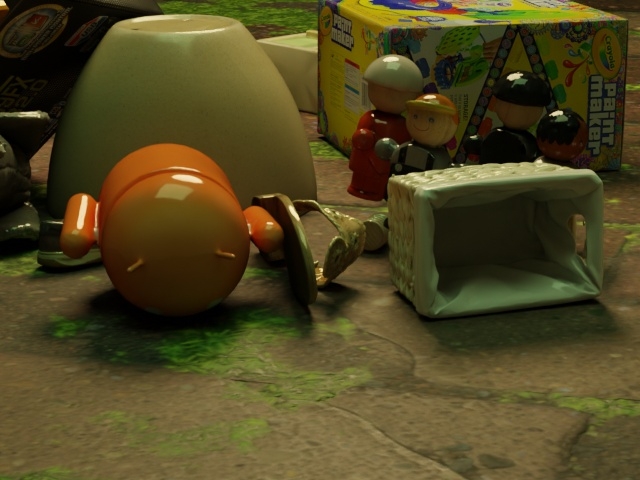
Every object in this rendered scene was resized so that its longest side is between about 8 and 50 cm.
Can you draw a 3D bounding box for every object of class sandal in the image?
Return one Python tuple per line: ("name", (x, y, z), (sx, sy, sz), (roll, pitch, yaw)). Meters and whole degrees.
("sandal", (-0.001, -0.006, 1.542), (0.079, 0.088, 0.240), (-10, 12, -11))

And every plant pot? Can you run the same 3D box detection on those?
("plant pot", (-0.145, -0.132, 1.811), (0.284, 0.190, 0.284), (0, 15, 0))

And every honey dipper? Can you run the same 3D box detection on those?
("honey dipper", (0.071, -0.020, 1.706), (0.031, 0.030, 0.161), (5, 13, 18))

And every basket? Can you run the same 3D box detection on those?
("basket", (0.146, -0.005, 1.493), (0.167, 0.113, 0.103), (-6, 12, -17))

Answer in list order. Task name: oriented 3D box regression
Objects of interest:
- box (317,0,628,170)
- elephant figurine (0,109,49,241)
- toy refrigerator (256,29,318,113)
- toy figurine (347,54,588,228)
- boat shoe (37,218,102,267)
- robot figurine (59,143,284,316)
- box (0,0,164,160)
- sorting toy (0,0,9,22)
("box", (0.167, -0.187, 2.026), (0.279, 0.177, 0.290), (-4, 16, -16))
("elephant figurine", (-0.330, -0.065, 1.681), (0.186, 0.169, 0.239), (41, 18, 25))
("toy refrigerator", (0.036, -0.217, 2.289), (0.102, 0.094, 0.270), (-14, 20, -39))
("toy figurine", (0.141, -0.087, 1.658), (0.213, 0.148, 0.209), (8, 13, -14))
("boat shoe", (-0.198, -0.010, 1.632), (0.056, 0.049, 0.152), (14, 21, 40))
("robot figurine", (-0.129, -0.009, 1.486), (0.158, 0.128, 0.219), (37, 6, -17))
("box", (-0.325, -0.182, 1.840), (0.216, 0.270, 0.060), (2, 50, -58))
("sorting toy", (-0.423, -0.112, 1.686), (0.229, 0.307, 0.041), (-17, 65, -50))
